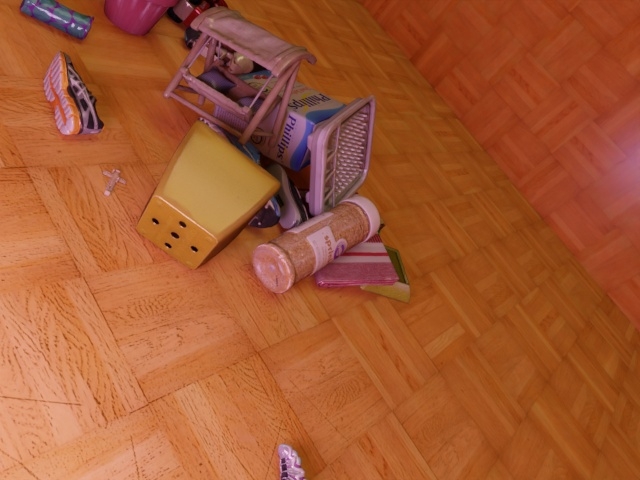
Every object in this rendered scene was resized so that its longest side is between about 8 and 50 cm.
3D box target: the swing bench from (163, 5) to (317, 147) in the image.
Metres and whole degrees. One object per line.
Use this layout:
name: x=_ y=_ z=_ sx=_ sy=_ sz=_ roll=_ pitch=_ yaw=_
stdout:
swing bench: x=-0.190 y=-0.393 z=1.193 sx=0.253 sy=0.254 sz=0.165 roll=33 pitch=18 yaw=14

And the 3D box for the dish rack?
dish rack: x=0.051 y=-0.227 z=1.359 sx=0.073 sy=0.285 sz=0.333 roll=18 pitch=39 yaw=21

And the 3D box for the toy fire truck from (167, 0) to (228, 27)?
toy fire truck: x=-0.344 y=-0.745 z=1.671 sx=0.246 sy=0.159 sz=0.217 roll=42 pitch=32 yaw=-25

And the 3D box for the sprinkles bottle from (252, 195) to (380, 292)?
sprinkles bottle: x=0.000 y=0.000 z=1.204 sx=0.355 sy=0.121 sz=0.121 roll=-30 pitch=78 yaw=-43

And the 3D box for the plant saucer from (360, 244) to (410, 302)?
plant saucer: x=0.178 y=0.073 z=1.434 sx=0.188 sy=0.045 sz=0.188 roll=19 pitch=42 yaw=-33

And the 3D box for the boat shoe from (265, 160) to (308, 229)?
boat shoe: x=-0.092 y=-0.114 z=1.328 sx=0.070 sy=0.078 sz=0.219 roll=16 pitch=45 yaw=-49

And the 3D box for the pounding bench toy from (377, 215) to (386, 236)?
pounding bench toy: x=0.165 y=-0.038 z=1.528 sx=0.065 sy=0.052 sz=0.083 roll=-11 pitch=63 yaw=-51

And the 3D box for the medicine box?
medicine box: x=-0.105 y=-0.347 z=1.413 sx=0.290 sy=0.149 sz=0.263 roll=28 pitch=32 yaw=12

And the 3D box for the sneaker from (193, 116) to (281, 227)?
sneaker: x=-0.185 y=-0.176 z=1.242 sx=0.147 sy=0.130 sz=0.329 roll=-14 pitch=65 yaw=-49

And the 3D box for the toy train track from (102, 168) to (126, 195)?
toy train track: x=-0.428 y=-0.123 z=1.035 sx=0.048 sy=0.014 sz=0.083 roll=27 pitch=39 yaw=-24

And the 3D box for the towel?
towel: x=0.053 y=-0.012 z=1.362 sx=0.237 sy=0.037 sz=0.328 roll=2 pitch=49 yaw=-27

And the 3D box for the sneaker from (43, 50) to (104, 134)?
sneaker: x=-0.528 y=-0.310 z=1.075 sx=0.083 sy=0.084 sz=0.214 roll=0 pitch=63 yaw=-50

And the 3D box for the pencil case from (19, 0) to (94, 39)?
pencil case: x=-0.637 y=-0.551 z=1.217 sx=0.152 sy=0.065 sz=0.070 roll=22 pitch=66 yaw=-31

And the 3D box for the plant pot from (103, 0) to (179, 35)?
plant pot: x=-0.505 y=-0.684 z=1.392 sx=0.201 sy=0.180 sz=0.201 roll=28 pitch=37 yaw=-24

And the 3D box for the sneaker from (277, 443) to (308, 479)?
sneaker: x=-0.059 y=0.401 z=0.850 sx=0.069 sy=0.038 sz=0.098 roll=-11 pitch=62 yaw=-51

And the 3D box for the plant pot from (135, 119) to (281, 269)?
plant pot: x=-0.246 y=-0.071 z=1.017 sx=0.212 sy=0.212 sz=0.187 roll=38 pitch=47 yaw=-11

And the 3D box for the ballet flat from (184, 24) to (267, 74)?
ballet flat: x=-0.299 y=-0.584 z=1.593 sx=0.281 sy=0.095 sz=0.096 roll=18 pitch=51 yaw=-18
